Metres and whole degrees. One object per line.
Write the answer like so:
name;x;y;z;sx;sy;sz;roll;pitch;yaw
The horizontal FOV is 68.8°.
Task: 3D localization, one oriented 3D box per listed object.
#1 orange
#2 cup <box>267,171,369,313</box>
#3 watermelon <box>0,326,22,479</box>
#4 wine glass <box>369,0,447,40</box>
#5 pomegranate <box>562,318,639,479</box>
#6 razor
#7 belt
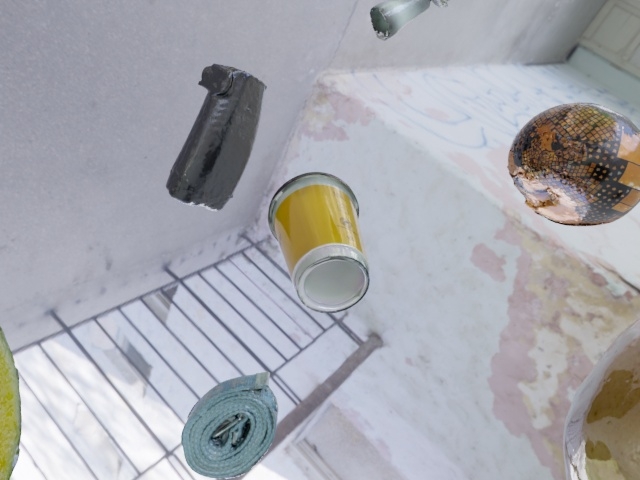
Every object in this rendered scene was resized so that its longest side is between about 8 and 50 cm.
orange;0.449;-0.130;0.818;0.182;0.234;0.234;-43;161;-9
cup;0.000;0.000;0.913;0.196;0.280;0.197;-5;127;-7
watermelon;-0.391;0.216;0.486;0.122;0.301;0.129;5;140;-21
wine glass;0.180;-0.468;0.939;0.155;0.072;0.072;-32;159;-9
pomegranate;0.349;0.175;0.343;0.319;0.319;0.319;-43;161;-18
razor;-0.233;-0.231;1.085;0.189;0.107;0.327;8;106;-64
belt;-0.147;0.308;0.780;0.162;0.148;0.082;-14;-170;-1
